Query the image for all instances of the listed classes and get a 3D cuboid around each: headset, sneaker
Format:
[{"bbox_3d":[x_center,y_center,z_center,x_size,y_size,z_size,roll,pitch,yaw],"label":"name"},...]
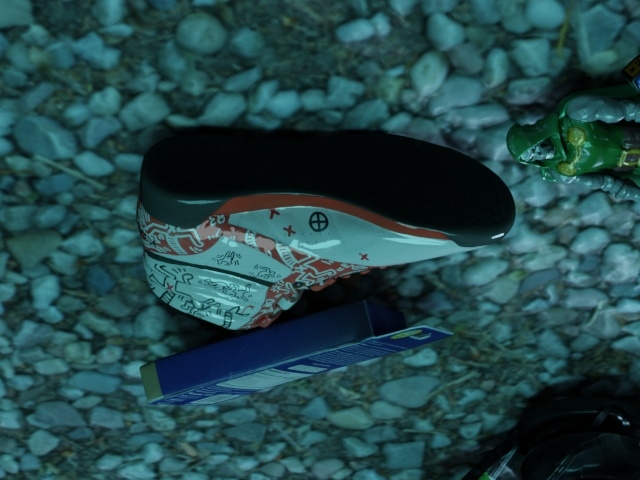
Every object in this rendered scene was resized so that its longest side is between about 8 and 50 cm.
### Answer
[{"bbox_3d":[0.246,0.211,1.384,0.394,0.243,0.185,-38,129,6],"label":"headset"},{"bbox_3d":[-0.001,-0.001,1.210,0.270,0.090,0.145,4,139,-5],"label":"sneaker"}]

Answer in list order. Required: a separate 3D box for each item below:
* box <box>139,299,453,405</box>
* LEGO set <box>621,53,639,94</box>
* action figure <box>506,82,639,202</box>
[{"bbox_3d":[-0.015,0.087,1.301,0.225,0.036,0.136,-16,170,13],"label":"box"},{"bbox_3d":[0.324,-0.106,1.116,0.244,0.060,0.182,-17,116,-5],"label":"LEGO set"},{"bbox_3d":[0.244,-0.068,1.176,0.232,0.063,0.137,0,128,-11],"label":"action figure"}]
